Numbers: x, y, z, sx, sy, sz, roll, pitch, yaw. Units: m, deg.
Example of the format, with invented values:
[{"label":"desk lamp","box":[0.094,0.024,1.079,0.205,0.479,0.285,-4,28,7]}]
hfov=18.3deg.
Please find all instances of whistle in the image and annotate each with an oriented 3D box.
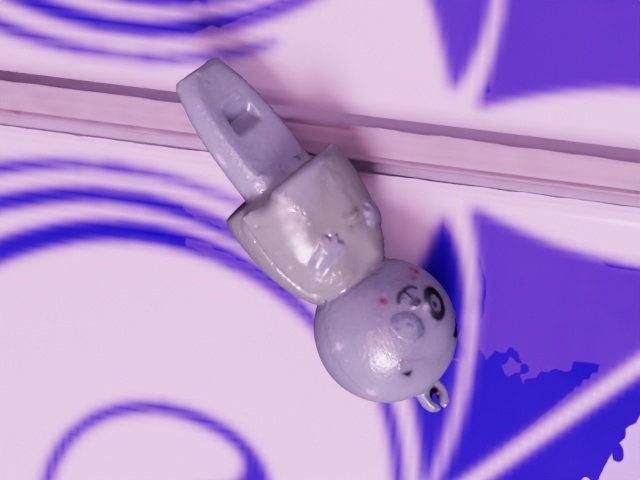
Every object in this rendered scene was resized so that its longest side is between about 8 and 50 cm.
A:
[{"label":"whistle","box":[0.000,0.000,0.470,0.035,0.035,0.100,-34,95,21]}]
